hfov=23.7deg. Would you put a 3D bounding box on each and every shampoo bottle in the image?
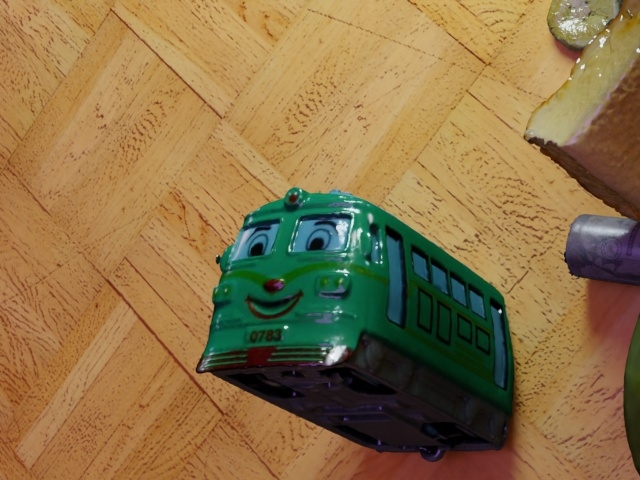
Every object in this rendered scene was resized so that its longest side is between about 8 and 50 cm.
[{"bbox_3d":[0.343,0.016,1.461,0.214,0.072,0.072,8,85,34],"label":"shampoo bottle"}]

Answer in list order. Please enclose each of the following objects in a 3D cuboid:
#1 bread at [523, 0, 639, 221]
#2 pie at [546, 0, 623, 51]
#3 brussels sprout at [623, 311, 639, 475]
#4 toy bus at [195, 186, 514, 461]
[{"bbox_3d":[0.338,-0.151,1.403,0.275,0.184,0.114,-54,22,0],"label":"bread"},{"bbox_3d":[0.275,-0.237,1.582,0.084,0.020,0.084,-7,77,30],"label":"pie"},{"bbox_3d":[0.435,0.130,1.251,0.371,0.276,0.315,21,101,35],"label":"brussels sprout"},{"bbox_3d":[0.047,0.084,1.485,0.183,0.343,0.199,-5,67,32],"label":"toy bus"}]
